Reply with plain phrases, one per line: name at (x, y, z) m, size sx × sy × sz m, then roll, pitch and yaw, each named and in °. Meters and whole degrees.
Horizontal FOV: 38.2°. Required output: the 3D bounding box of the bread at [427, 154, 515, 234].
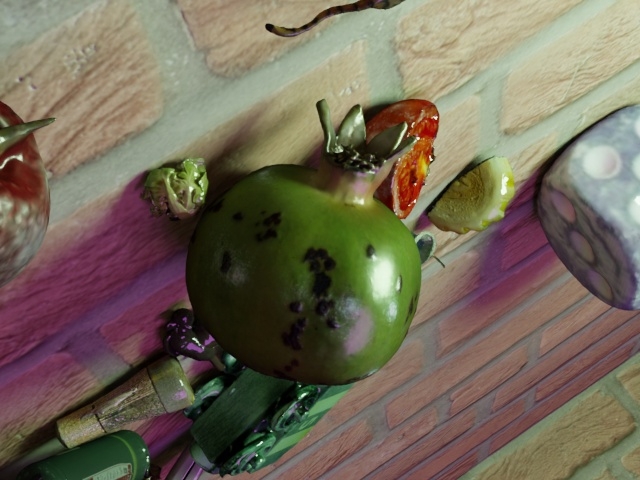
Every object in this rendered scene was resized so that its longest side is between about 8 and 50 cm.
bread at (0.256, -0.065, 1.479) m, size 0.083 × 0.094 × 0.157 m, roll 15°, pitch 115°, yaw -51°

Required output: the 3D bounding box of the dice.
dice at (0.570, -0.057, 1.650) m, size 0.270 × 0.271 × 0.270 m, roll -32°, pitch 151°, yaw -10°

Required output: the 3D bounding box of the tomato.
tomato at (0.092, -0.115, 1.219) m, size 0.159 × 0.091 × 0.139 m, roll -69°, pitch 158°, yaw 2°

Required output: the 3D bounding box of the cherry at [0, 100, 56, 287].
cherry at (-0.348, -0.032, 0.721) m, size 0.300 × 0.203 × 0.230 m, roll -32°, pitch 160°, yaw 7°

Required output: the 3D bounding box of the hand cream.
hand cream at (-0.289, 0.240, 1.344) m, size 0.203 × 0.084 × 0.084 m, roll -24°, pitch 150°, yaw -8°

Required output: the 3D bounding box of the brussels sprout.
brussels sprout at (-0.163, -0.050, 1.063) m, size 0.085 × 0.058 × 0.085 m, roll -21°, pitch 163°, yaw -7°

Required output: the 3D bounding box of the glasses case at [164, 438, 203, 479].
glasses case at (-0.243, 0.417, 1.616) m, size 0.193 × 0.049 × 0.074 m, roll -59°, pitch -175°, yaw -6°

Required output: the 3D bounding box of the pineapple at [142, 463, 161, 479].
pineapple at (-0.345, 0.429, 1.553) m, size 0.249 × 0.140 × 0.164 m, roll 123°, pitch -11°, yaw -60°

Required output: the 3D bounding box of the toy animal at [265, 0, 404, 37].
toy animal at (0.062, -0.267, 0.923) m, size 0.255 × 0.116 × 0.114 m, roll -37°, pitch 151°, yaw 1°

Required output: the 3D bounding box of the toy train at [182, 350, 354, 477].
toy train at (-0.084, 0.254, 1.514) m, size 0.299 × 0.167 × 0.238 m, roll -48°, pitch 160°, yaw 22°

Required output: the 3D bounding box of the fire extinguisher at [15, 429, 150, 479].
fire extinguisher at (-0.359, 0.348, 1.318) m, size 0.118 × 0.093 × 0.294 m, roll -55°, pitch 163°, yaw 15°

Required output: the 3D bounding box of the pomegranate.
pomegranate at (-0.004, 0.019, 1.084) m, size 0.291 × 0.290 × 0.323 m, roll -12°, pitch 147°, yaw -39°

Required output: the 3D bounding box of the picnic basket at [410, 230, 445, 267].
picnic basket at (0.156, 0.023, 1.503) m, size 0.065 × 0.083 × 0.083 m, roll -4°, pitch 135°, yaw -38°

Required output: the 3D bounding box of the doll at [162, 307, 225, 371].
doll at (-0.158, 0.128, 1.337) m, size 0.139 × 0.057 × 0.165 m, roll -35°, pitch 147°, yaw 2°
